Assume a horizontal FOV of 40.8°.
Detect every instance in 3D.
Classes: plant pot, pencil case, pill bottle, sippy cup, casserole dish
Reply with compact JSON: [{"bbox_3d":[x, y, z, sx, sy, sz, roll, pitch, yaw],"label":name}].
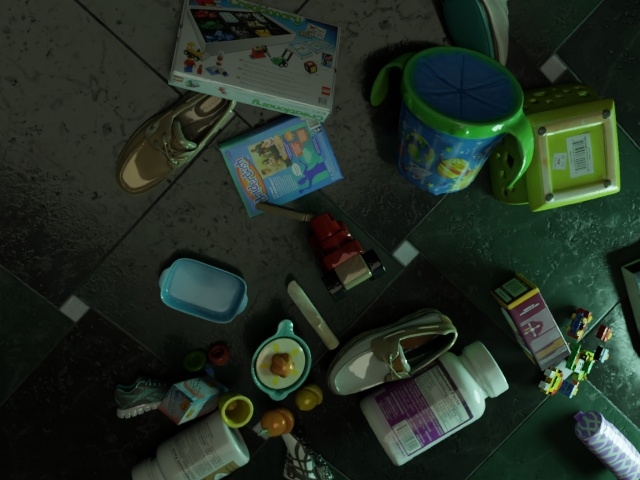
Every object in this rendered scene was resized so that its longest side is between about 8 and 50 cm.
[{"bbox_3d":[0.481,-0.187,1.753,0.227,0.207,0.228,-12,107,-7],"label":"plant pot"},{"bbox_3d":[0.694,0.494,2.057,0.086,0.088,0.206,-40,110,10],"label":"pencil case"},{"bbox_3d":[-0.279,0.472,1.840,0.229,0.131,0.131,-30,109,-1],"label":"pill bottle"},{"bbox_3d":[0.249,-0.219,1.675,0.240,0.305,0.224,-8,141,-17],"label":"sippy cup"},{"bbox_3d":[0.251,0.348,1.886,0.301,0.169,0.169,-31,109,-1],"label":"pill bottle"},{"bbox_3d":[-0.244,0.101,1.787,0.188,0.037,0.114,20,101,-17],"label":"casserole dish"}]

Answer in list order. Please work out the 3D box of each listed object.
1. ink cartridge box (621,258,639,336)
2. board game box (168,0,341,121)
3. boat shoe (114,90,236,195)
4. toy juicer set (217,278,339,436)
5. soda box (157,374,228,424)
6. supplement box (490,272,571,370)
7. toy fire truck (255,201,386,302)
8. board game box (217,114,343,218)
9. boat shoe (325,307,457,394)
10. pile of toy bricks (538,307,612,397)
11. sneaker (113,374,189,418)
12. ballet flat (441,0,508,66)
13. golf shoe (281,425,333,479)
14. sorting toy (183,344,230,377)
[{"bbox_3d":[0.823,0.180,2.003,0.165,0.065,0.333,-24,110,-4],"label":"ink cartridge box"},{"bbox_3d":[-0.119,-0.351,1.620,0.305,0.053,0.193,12,69,-14],"label":"board game box"},{"bbox_3d":[-0.280,-0.199,1.658,0.302,0.098,0.109,-41,109,3],"label":"boat shoe"},{"bbox_3d":[-0.056,0.274,1.820,0.209,0.089,0.329,33,86,-25],"label":"toy juicer set"},{"bbox_3d":[-0.260,0.325,1.773,0.058,0.183,0.063,37,98,14],"label":"soda box"},{"bbox_3d":[0.467,0.180,1.911,0.081,0.104,0.188,-32,109,0],"label":"supplement box"},{"bbox_3d":[0.000,0.000,1.729,0.158,0.217,0.246,-30,87,-1],"label":"toy fire truck"},{"bbox_3d":[-0.080,-0.159,1.736,0.210,0.047,0.160,-23,110,-4],"label":"board game box"},{"bbox_3d":[0.153,0.244,1.848,0.302,0.103,0.113,-31,112,-10],"label":"boat shoe"},{"bbox_3d":[0.601,0.273,1.976,0.105,0.118,0.212,22,92,-49],"label":"pile of toy bricks"},{"bbox_3d":[-0.360,0.317,1.817,0.166,0.065,0.076,-19,104,-7],"label":"sneaker"},{"bbox_3d":[0.288,-0.509,1.672,0.139,0.139,0.400,-33,109,0],"label":"ballet flat"},{"bbox_3d":[-0.054,0.487,1.917,0.094,0.077,0.198,-33,108,0],"label":"golf shoe"},{"bbox_3d":[-0.238,0.262,1.832,0.102,0.061,0.042,-17,138,-1],"label":"sorting toy"}]
